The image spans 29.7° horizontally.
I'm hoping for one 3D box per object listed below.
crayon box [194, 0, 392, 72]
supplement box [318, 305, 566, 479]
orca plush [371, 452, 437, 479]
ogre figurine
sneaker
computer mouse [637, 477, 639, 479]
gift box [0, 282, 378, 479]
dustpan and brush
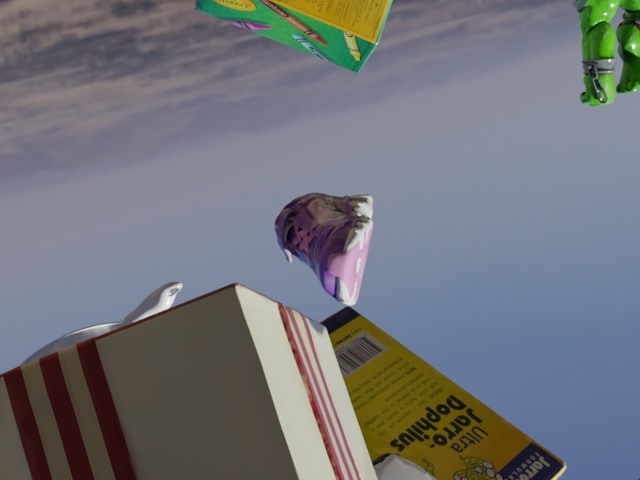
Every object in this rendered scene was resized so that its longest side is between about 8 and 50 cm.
[{"bbox_3d":[0.011,-0.315,1.100,0.165,0.278,0.081,21,166,-6],"label":"crayon box"},{"bbox_3d":[0.087,0.281,1.506,0.356,0.194,0.195,35,-139,25],"label":"supplement box"},{"bbox_3d":[0.136,0.338,1.189,0.151,0.287,0.102,-51,178,-25],"label":"orca plush"},{"bbox_3d":[0.311,-0.221,1.148,0.197,0.118,0.097,-28,-164,4],"label":"ogre figurine"},{"bbox_3d":[0.000,0.000,1.289,0.104,0.095,0.236,13,-167,-2],"label":"sneaker"},{"bbox_3d":[0.361,0.181,0.823,0.272,0.072,0.188,-26,-163,4],"label":"computer mouse"},{"bbox_3d":[-0.063,0.185,0.704,0.276,0.258,0.255,-22,166,14],"label":"gift box"},{"bbox_3d":[-0.204,0.105,1.201,0.211,0.060,0.147,-30,151,36],"label":"dustpan and brush"}]
